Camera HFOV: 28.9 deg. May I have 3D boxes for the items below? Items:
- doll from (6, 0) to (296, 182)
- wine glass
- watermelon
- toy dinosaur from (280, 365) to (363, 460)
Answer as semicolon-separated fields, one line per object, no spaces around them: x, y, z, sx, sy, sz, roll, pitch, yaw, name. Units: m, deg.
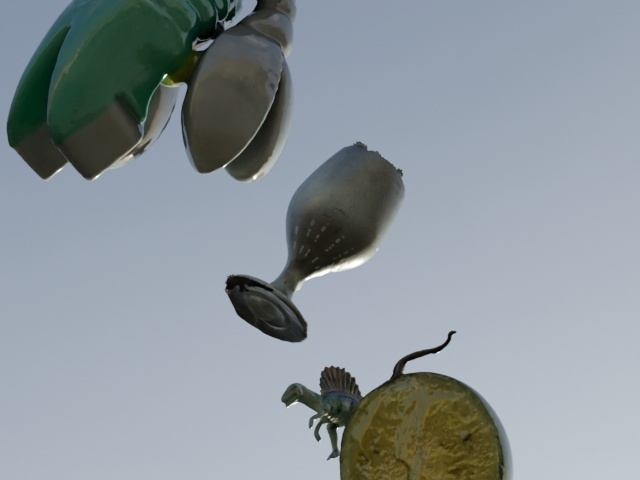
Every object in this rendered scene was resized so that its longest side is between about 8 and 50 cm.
-0.086;-0.125;0.830;0.258;0.195;0.153;-41;-61;-3;doll
0.000;0.000;1.479;0.241;0.126;0.126;-53;-58;-26;wine glass
0.130;0.254;1.407;0.204;0.232;0.127;-34;-33;23;watermelon
0.032;0.200;1.506;0.187;0.106;0.044;-17;-12;-38;toy dinosaur
